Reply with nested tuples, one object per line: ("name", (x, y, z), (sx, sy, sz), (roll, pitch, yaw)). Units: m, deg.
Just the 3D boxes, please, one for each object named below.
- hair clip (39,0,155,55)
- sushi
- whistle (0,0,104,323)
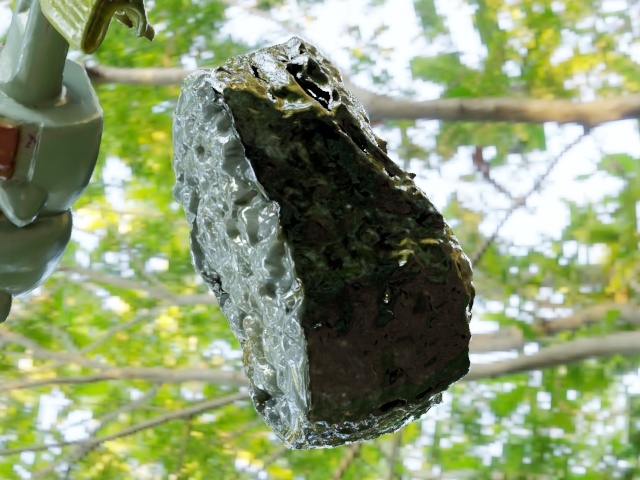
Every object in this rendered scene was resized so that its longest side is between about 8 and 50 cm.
("hair clip", (-0.098, -0.168, 0.703), (0.046, 0.072, 0.173), (-23, -35, -33))
("sushi", (0.000, 0.000, 1.258), (0.171, 0.211, 0.350), (-12, -128, -21))
("whistle", (-0.177, -0.056, 0.909), (0.106, 0.102, 0.253), (-19, -41, -47))
